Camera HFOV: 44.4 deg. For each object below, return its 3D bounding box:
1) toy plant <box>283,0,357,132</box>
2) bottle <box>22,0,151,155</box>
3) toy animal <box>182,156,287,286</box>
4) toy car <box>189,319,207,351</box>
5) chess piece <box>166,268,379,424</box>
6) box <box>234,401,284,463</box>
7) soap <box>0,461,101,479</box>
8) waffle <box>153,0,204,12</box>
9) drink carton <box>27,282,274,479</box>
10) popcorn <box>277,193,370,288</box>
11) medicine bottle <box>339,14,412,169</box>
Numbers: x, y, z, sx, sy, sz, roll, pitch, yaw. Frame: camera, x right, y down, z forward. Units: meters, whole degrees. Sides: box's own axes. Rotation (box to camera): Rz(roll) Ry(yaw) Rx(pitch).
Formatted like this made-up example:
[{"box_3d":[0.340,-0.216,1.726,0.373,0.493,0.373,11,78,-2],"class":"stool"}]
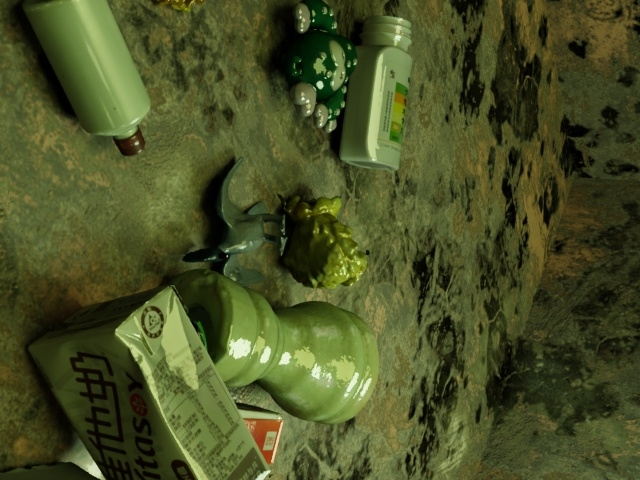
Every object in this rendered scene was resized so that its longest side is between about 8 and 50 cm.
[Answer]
[{"box_3d":[-0.003,-0.341,1.527,0.243,0.113,0.232,21,73,-64],"class":"toy plant"},{"box_3d":[-0.301,-0.225,1.064,0.104,0.104,0.245,-54,138,-40],"class":"bottle"},{"box_3d":[-0.147,-0.019,1.392,0.255,0.177,0.239,-99,-172,-72],"class":"toy animal"},{"box_3d":[-0.239,0.147,1.184,0.062,0.165,0.071,-37,121,-57],"class":"toy car"},{"box_3d":[-0.093,0.187,1.400,0.442,0.234,0.233,28,72,-52],"class":"chess piece"},{"box_3d":[-0.169,0.328,1.365,0.182,0.133,0.099,24,76,-57],"class":"box"},{"box_3d":[-0.395,0.450,1.002,0.258,0.159,0.302,18,82,-61],"class":"soap"},{"box_3d":[-0.226,-0.443,1.207,0.191,0.038,0.191,-16,109,-56],"class":"waffle"},{"box_3d":[-0.234,0.242,1.092,0.132,0.194,0.324,-43,113,-53],"class":"drink carton"},{"box_3d":[0.004,0.001,1.562,0.174,0.168,0.194,-3,88,-22],"class":"popcorn"},{"box_3d":[0.128,-0.326,1.741,0.179,0.124,0.323,9,87,-59],"class":"medicine bottle"}]
